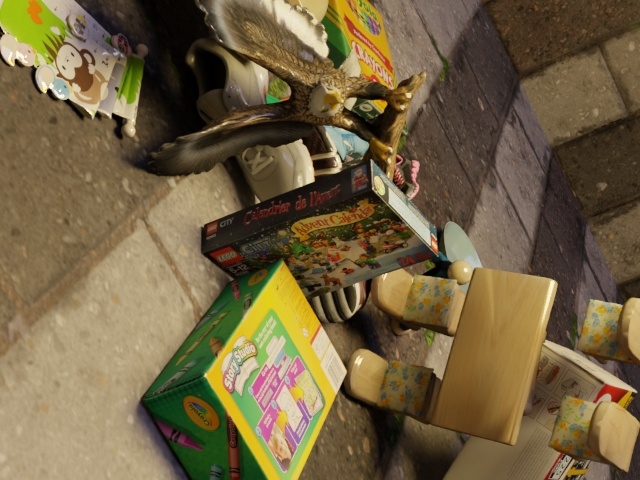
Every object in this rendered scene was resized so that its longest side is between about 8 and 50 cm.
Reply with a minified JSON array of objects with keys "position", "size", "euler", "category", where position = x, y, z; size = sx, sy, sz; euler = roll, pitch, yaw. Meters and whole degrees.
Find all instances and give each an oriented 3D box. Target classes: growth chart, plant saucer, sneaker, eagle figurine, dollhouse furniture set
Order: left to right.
[{"position":[-0.270,-0.211,1.172],"size":[0.237,0.021,0.172],"euler":[41,36,-45],"category":"growth chart"},{"position":[-0.104,-0.144,1.396],"size":[0.121,0.099,0.262],"euler":[-4,65,-58],"category":"sneaker"},{"position":[-0.035,-0.170,1.264],"size":[0.298,0.225,0.226],"euler":[11,63,-15],"category":"eagle figurine"},{"position":[0.011,-0.025,1.529],"size":[0.162,0.106,0.281],"euler":[5,76,-70],"category":"sneaker"},{"position":[0.022,-0.147,1.712],"size":[0.162,0.063,0.073],"euler":[15,73,-56],"category":"sneaker"},{"position":[0.144,-0.112,1.952],"size":[0.057,0.047,0.119],"euler":[34,34,-22],"category":"sneaker"},{"position":[0.262,0.061,2.046],"size":[0.195,0.037,0.195],"euler":[46,32,-40],"category":"plant saucer"},{"position":[0.183,0.216,1.370],"size":[0.256,0.362,0.394],"euler":[35,69,-53],"category":"dollhouse furniture set"}]

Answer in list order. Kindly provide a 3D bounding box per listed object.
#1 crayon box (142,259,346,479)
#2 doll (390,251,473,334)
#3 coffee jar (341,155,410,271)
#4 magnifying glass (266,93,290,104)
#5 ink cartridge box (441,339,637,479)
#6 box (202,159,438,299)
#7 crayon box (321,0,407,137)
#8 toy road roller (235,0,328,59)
[{"position":[-0.071,0.156,1.192],"size":[0.165,0.081,0.278],"euler":[61,24,-14],"category":"crayon box"},{"position":[0.171,0.083,1.648],"size":[0.046,0.189,0.129],"euler":[7,60,-29],"category":"doll"},{"position":[0.065,-0.027,1.629],"size":[0.184,0.096,0.079],"euler":[66,26,-6],"category":"coffee jar"},{"position":[-0.069,-0.186,1.578],"size":[0.092,0.026,0.231],"euler":[65,25,-4],"category":"magnifying glass"},{"position":[0.319,0.314,1.601],"size":[0.130,0.309,0.272],"euler":[34,7,30],"category":"ink cartridge box"},{"position":[0.000,0.000,1.292],"size":[0.159,0.233,0.044],"euler":[41,38,-45],"category":"box"},{"position":[0.046,-0.339,1.884],"size":[0.202,0.081,0.318],"euler":[31,42,-53],"category":"crayon box"},{"position":[-0.141,-0.392,1.382],"size":[0.202,0.240,0.329],"euler":[-61,142,-60],"category":"toy road roller"}]
